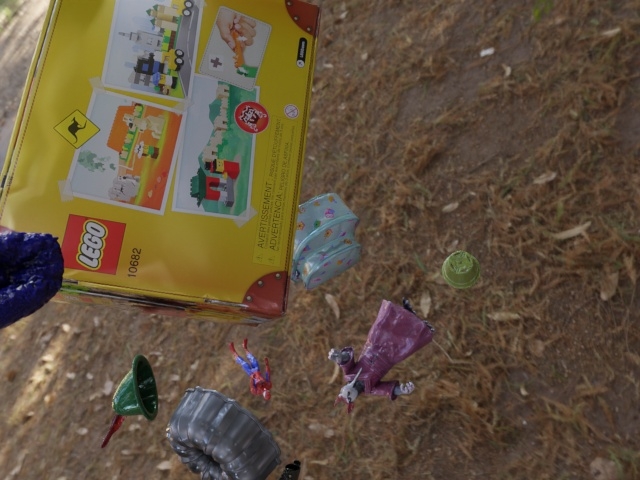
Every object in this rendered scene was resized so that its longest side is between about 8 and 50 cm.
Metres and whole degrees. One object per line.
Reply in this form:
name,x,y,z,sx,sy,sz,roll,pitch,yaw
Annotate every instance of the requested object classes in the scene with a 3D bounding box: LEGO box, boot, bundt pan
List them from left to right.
LEGO box,-0.222,-0.144,0.759,0.193,0.372,0.501,144,134,-68
bundt pan,-0.273,0.550,1.336,0.330,0.331,0.124,-2,33,34
boot,-0.112,0.665,1.304,0.076,0.198,0.137,14,91,14

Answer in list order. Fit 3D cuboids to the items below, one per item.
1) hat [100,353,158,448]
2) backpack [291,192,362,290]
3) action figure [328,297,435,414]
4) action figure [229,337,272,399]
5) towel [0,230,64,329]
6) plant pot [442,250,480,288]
hat,-0.555,0.435,1.363,0.183,0.173,0.209,-16,71,-3
backpack,0.000,0.000,1.025,0.165,0.188,0.144,-25,59,-20
action figure,0.157,0.342,1.501,0.248,0.276,0.370,41,84,0
action figure,-0.245,0.450,1.833,0.280,0.091,0.139,50,141,40
towel,-0.326,0.083,0.277,0.308,0.076,0.228,-24,8,17
plant pot,0.304,0.057,1.089,0.083,0.079,0.083,-4,73,15
